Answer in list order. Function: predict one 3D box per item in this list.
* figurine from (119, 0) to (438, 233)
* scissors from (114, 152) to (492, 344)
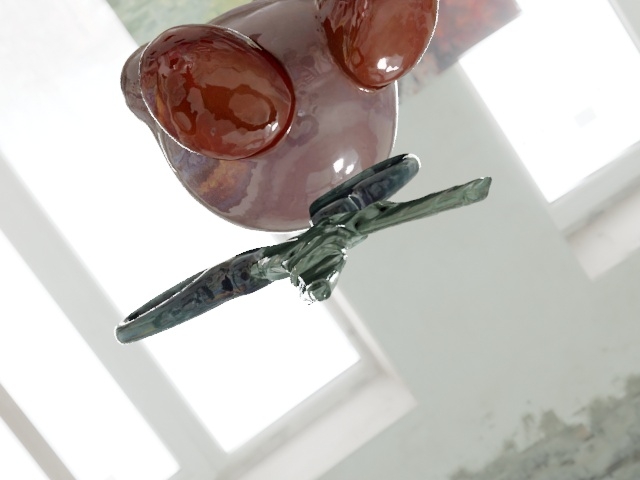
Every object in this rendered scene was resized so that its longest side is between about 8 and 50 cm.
[{"bbox_3d":[-0.033,-0.110,1.059,0.270,0.211,0.261,-28,-169,-21],"label":"figurine"},{"bbox_3d":[0.000,0.000,0.739,0.256,0.029,0.383,-31,-175,-13],"label":"scissors"}]
